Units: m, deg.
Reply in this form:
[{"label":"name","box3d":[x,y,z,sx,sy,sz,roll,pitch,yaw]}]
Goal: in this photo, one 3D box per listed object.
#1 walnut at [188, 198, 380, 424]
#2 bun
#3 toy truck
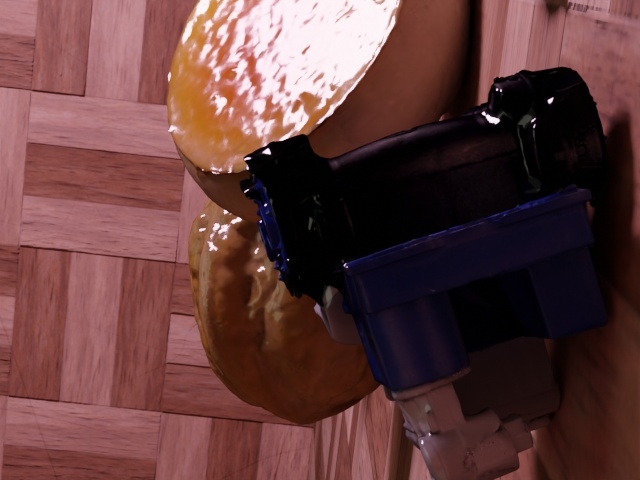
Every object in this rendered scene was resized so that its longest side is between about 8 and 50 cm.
[{"label":"walnut","box3d":[-0.015,0.046,1.431,0.224,0.257,0.257,-12,68,49]},{"label":"bun","box3d":[0.014,-0.145,1.299,0.165,0.299,0.299,34,-129,-42]},{"label":"toy truck","box3d":[0.061,0.023,0.715,0.213,0.161,0.177,122,131,-86]}]
